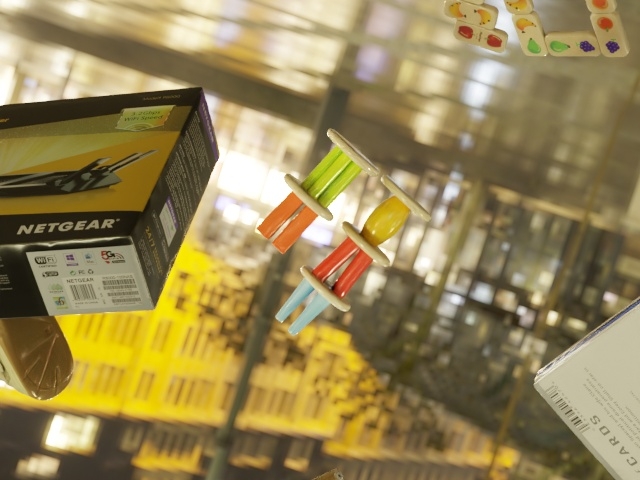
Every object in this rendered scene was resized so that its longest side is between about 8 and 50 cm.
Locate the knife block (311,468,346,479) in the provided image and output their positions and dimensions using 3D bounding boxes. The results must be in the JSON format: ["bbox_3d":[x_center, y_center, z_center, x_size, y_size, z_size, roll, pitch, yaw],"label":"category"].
[{"bbox_3d":[-0.059,0.409,2.131,0.088,0.242,0.276,52,-153,14],"label":"knife block"}]

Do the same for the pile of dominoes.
[{"bbox_3d":[0.186,-0.269,1.649,0.196,0.040,0.251,2,138,31],"label":"pile of dominoes"}]

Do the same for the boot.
[{"bbox_3d":[-0.388,0.048,1.794,0.203,0.262,0.095,2,-149,47],"label":"boot"}]

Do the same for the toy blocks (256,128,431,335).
[{"bbox_3d":[0.000,0.000,1.315,0.123,0.148,0.054,38,-173,-35],"label":"toy blocks"}]

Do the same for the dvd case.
[{"bbox_3d":[0.223,0.100,0.863,0.179,0.029,0.238,50,154,6],"label":"dvd case"}]

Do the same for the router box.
[{"bbox_3d":[-0.266,-0.032,1.454,0.309,0.081,0.243,-4,-146,15],"label":"router box"}]
